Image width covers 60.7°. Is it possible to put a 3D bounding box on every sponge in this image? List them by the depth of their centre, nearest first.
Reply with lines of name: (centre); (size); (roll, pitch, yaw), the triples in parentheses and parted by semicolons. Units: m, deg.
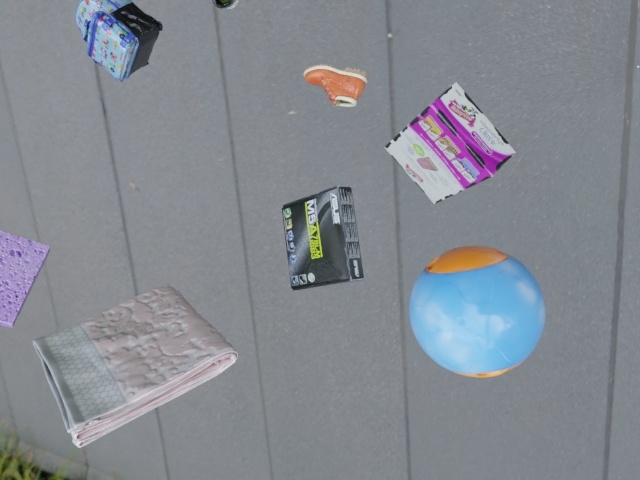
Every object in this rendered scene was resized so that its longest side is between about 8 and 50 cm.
sponge: (-0.738, 0.089, 1.283); (0.117, 0.210, 0.031); (21, 151, -16)

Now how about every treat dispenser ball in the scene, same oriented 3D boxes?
treat dispenser ball: (0.342, 0.155, 1.205); (0.288, 0.288, 0.288); (10, 110, 27)

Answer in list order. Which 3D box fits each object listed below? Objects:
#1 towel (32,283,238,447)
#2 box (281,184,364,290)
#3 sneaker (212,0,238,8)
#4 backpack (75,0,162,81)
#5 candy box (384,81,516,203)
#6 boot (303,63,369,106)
towel: (-0.377, 0.219, 1.090); (0.332, 0.317, 0.053); (31, 136, 46)
box: (0.000, 0.000, 1.121); (0.184, 0.045, 0.190); (-13, 81, 49)
sneaker: (-0.223, -0.654, 1.390); (0.063, 0.075, 0.170); (47, 135, -5)
backpack: (-0.446, -0.452, 1.162); (0.173, 0.117, 0.158); (43, 143, -9)
candy box: (0.227, -0.167, 1.001); (0.159, 0.071, 0.233); (49, 165, -3)
boot: (0.024, -0.349, 1.241); (0.158, 0.059, 0.084); (16, 86, 26)
